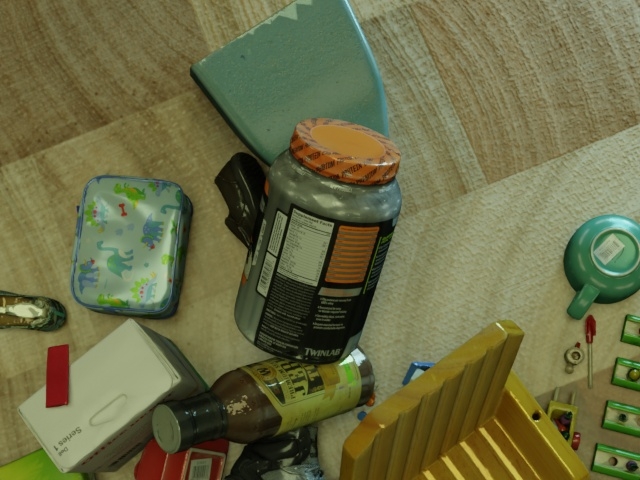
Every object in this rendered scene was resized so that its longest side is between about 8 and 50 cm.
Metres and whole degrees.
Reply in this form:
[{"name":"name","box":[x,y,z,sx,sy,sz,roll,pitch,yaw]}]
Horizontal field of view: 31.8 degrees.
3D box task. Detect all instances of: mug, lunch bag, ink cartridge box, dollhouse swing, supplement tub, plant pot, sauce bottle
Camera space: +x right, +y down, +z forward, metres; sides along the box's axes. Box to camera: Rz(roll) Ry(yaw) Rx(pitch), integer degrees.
[{"name":"mug","box":[0.438,0.039,1.697,0.129,0.097,0.158,-1,78,4]},{"name":"lunch bag","box":[-0.299,0.009,1.757,0.176,0.090,0.219,4,79,4]},{"name":"ink cartridge box","box":[-0.287,0.230,1.616,0.201,0.278,0.117,-39,79,-4]},{"name":"dollhouse swing","box":[0.205,0.333,1.505,0.347,0.305,0.315,-32,78,-23]},{"name":"supplement tub","box":[0.000,0.000,1.588,0.193,0.193,0.316,20,115,7]},{"name":"plant pot","box":[-0.029,-0.218,1.715,0.248,0.247,0.252,-32,99,-3]},{"name":"sauce bottle","box":[-0.076,0.226,1.593,0.344,0.111,0.111,-12,74,-41]}]

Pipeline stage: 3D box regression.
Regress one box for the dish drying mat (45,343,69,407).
[{"name":"dish drying mat","box":[-0.348,0.180,1.488,0.032,0.008,0.083,-8,67,9]}]

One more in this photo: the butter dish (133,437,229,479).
[{"name":"butter dish","box":[-0.225,0.353,1.671,0.118,0.160,0.160,7,79,29]}]

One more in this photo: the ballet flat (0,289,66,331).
[{"name":"ballet flat","box":[-0.497,0.108,1.764,0.188,0.070,0.070,0,79,4]}]

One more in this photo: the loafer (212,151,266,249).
[{"name":"loafer","box":[-0.104,-0.027,1.768,0.078,0.080,0.220,-27,77,32]}]

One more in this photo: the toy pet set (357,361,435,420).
[{"name":"toy pet set","box":[0.137,0.241,1.710,0.122,0.065,0.114,26,117,11]}]

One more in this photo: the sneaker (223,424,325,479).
[{"name":"sneaker","box":[-0.008,0.357,1.661,0.268,0.101,0.153,18,83,10]}]

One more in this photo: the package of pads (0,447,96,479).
[{"name":"package of pads","box":[-0.419,0.470,1.655,0.229,0.101,0.296,-23,69,-1]}]

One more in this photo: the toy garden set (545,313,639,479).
[{"name":"toy garden set","box":[0.442,0.227,1.684,0.203,0.049,0.244,14,80,6]}]
